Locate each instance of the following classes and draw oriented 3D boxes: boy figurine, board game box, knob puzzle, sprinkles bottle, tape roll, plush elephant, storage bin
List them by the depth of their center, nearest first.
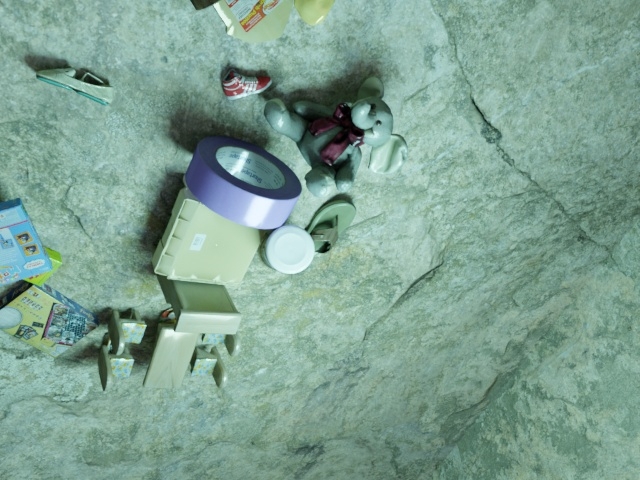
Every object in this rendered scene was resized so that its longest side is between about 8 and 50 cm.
[{"bbox_3d":[0.032,-0.615,1.432,0.177,0.092,0.285,-21,146,-50],"label":"boy figurine"},{"bbox_3d":[-0.142,-0.529,1.454,0.213,0.030,0.213,-22,134,-25],"label":"knob puzzle"},{"bbox_3d":[-0.751,0.011,1.540,0.160,0.039,0.211,-18,133,-14],"label":"board game box"},{"bbox_3d":[-0.187,-0.146,1.598,0.275,0.274,0.090,9,122,-34],"label":"tape roll"},{"bbox_3d":[-0.753,0.039,1.624,0.092,0.043,0.181,-44,134,12],"label":"board game box"},{"bbox_3d":[0.074,-0.274,1.644,0.255,0.271,0.330,-34,166,22],"label":"plush elephant"},{"bbox_3d":[-0.099,0.027,1.757,0.121,0.355,0.121,0,88,-9],"label":"sprinkles bottle"},{"bbox_3d":[-0.296,-0.021,1.761,0.261,0.123,0.262,9,123,-33],"label":"storage bin"},{"bbox_3d":[-0.754,0.213,1.778,0.165,0.042,0.243,-36,136,5],"label":"board game box"}]

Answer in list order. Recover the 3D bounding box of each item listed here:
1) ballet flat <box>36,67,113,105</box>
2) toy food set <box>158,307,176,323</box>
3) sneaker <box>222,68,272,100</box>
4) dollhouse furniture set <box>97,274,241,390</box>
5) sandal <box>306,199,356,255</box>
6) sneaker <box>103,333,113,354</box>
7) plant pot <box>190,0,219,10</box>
[{"bbox_3d":[-0.529,-0.345,1.411,0.168,0.057,0.052,18,90,-42],"label":"ballet flat"},{"bbox_3d":[-0.448,0.236,1.977,0.083,0.020,0.082,-24,135,-7],"label":"toy food set"},{"bbox_3d":[-0.177,-0.384,1.560,0.119,0.042,0.067,-22,138,-6],"label":"sneaker"},{"bbox_3d":[-0.395,0.289,1.853,0.362,0.256,0.394,7,118,-31],"label":"dollhouse furniture set"},{"bbox_3d":[0.000,0.001,1.962,0.303,0.086,0.120,-46,134,15],"label":"sandal"},{"bbox_3d":[-0.626,0.306,1.942,0.037,0.032,0.083,-10,137,-42],"label":"sneaker"},{"bbox_3d":[-0.229,-0.605,1.245,0.215,0.215,0.230,-37,121,6],"label":"plant pot"}]
